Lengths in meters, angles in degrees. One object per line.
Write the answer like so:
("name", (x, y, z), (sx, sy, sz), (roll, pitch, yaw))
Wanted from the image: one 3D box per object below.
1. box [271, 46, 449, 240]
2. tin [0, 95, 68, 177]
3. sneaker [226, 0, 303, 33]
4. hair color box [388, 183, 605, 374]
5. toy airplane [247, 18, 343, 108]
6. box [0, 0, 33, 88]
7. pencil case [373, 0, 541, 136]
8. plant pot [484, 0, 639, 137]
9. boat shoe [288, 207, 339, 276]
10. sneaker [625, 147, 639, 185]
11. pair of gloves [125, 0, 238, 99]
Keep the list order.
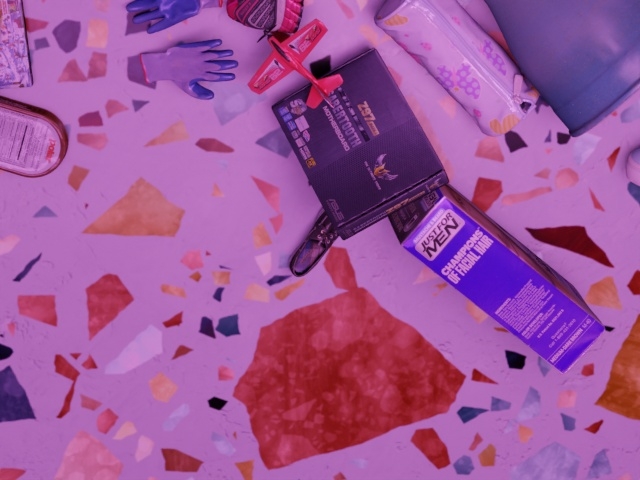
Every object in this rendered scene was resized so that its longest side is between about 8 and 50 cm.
("box", (0.057, -0.143, 1.963), (0.183, 0.059, 0.233), (-28, 70, 5))
("tin", (-0.473, -0.157, 1.991), (0.189, 0.040, 0.106), (16, 111, -10))
("sneaker", (-0.067, -0.443, 1.885), (0.112, 0.121, 0.299), (6, 109, -4))
("hair color box", (0.265, 0.041, 2.047), (0.339, 0.185, 0.110), (36, 102, -16))
("toy airplane", (-0.028, -0.252, 1.933), (0.151, 0.028, 0.151), (4, 112, 9))
("box", (-0.477, -0.290, 1.948), (0.093, 0.027, 0.137), (-5, 109, -4))
("pencil case", (0.204, -0.276, 1.965), (0.273, 0.124, 0.113), (43, 101, -16))
("plant pot", (0.373, -0.332, 1.899), (0.255, 0.271, 0.271), (45, 100, -3))
("boat shoe", (0.000, 0.000, 2.084), (0.049, 0.040, 0.142), (32, 103, -14))
("sneaker", (0.645, -0.161, 2.008), (0.365, 0.135, 0.150), (-4, 113, 16))
("pair of gloves", (-0.203, -0.301, 1.944), (0.159, 0.023, 0.198), (-2, 107, 22))
